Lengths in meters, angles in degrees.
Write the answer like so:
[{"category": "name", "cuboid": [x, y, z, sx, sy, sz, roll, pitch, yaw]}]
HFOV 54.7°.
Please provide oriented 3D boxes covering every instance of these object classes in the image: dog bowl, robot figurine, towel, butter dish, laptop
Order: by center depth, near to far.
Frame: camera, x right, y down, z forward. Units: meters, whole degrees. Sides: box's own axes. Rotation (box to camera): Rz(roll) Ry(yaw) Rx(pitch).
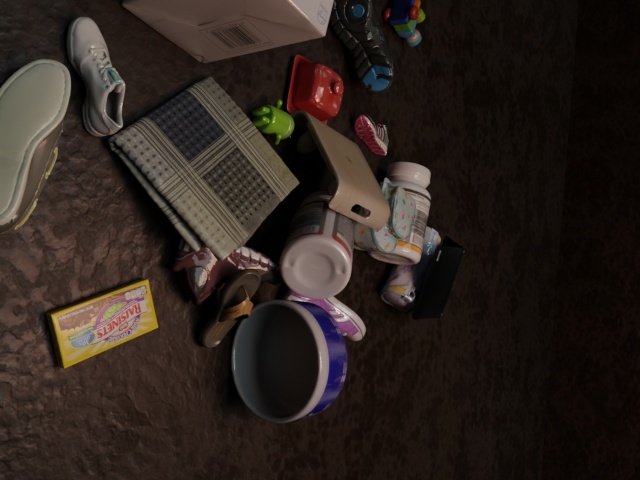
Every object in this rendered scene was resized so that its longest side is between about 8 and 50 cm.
[{"category": "towel", "cuboid": [-0.226, -0.151, 1.290, 0.324, 0.056, 0.312, 50, 48, -11]}, {"category": "dog bowl", "cuboid": [-0.073, 0.265, 1.382, 0.104, 0.264, 0.265, 9, 84, -52]}, {"category": "robot figurine", "cuboid": [-0.110, -0.281, 1.476, 0.115, 0.067, 0.101, 16, 67, -49]}, {"category": "butter dish", "cuboid": [0.006, -0.380, 1.574, 0.160, 0.118, 0.160, 19, 76, -48]}, {"category": "laptop", "cuboid": [0.342, 0.108, 1.923, 0.136, 0.264, 0.235, 15, 101, -12]}]

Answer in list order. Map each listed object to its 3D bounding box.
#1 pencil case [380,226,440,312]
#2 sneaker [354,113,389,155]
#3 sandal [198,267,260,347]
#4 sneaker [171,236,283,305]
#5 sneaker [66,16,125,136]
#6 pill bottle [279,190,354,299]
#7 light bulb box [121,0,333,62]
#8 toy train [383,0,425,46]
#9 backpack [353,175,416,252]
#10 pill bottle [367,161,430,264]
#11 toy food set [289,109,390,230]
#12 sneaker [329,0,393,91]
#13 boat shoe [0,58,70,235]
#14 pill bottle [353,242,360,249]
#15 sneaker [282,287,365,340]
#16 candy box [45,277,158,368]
[{"category": "pencil case", "cuboid": [0.280, 0.082, 1.909, 0.113, 0.124, 0.273, 29, 60, -4]}, {"category": "sneaker", "cuboid": [0.153, -0.321, 1.795, 0.170, 0.063, 0.075, 44, 59, -47]}, {"category": "sandal", "cuboid": [-0.187, 0.153, 1.322, 0.090, 0.060, 0.219, 13, 115, -54]}, {"category": "sneaker", "cuboid": [-0.212, 0.080, 1.355, 0.281, 0.106, 0.163, 32, 74, -36]}, {"category": "sneaker", "cuboid": [-0.392, -0.299, 1.120, 0.080, 0.094, 0.212, -21, 106, -46]}, {"category": "pill bottle", "cuboid": [0.000, 0.000, 1.468, 0.283, 0.161, 0.161, -78, 150, -62]}, {"category": "light bulb box", "cuboid": [-0.148, -0.581, 1.199, 0.225, 0.357, 0.361, 29, 71, -49]}, {"category": "toy train", "cuboid": [0.288, -0.739, 1.922, 0.143, 0.105, 0.248, 43, 58, -53]}, {"category": "backpack", "cuboid": [0.166, -0.059, 1.655, 0.166, 0.144, 0.189, 33, 73, -56]}, {"category": "pill bottle", "cuboid": [0.237, -0.079, 1.824, 0.162, 0.162, 0.279, 27, 70, -47]}, {"category": "toy food set", "cuboid": [0.039, -0.172, 1.540, 0.219, 0.092, 0.306, 23, 36, -48]}, {"category": "sneaker", "cuboid": [0.108, -0.583, 1.719, 0.140, 0.124, 0.341, -69, 141, -64]}, {"category": "boat shoe", "cuboid": [-0.487, -0.154, 1.014, 0.109, 0.091, 0.305, 15, 70, -6]}, {"category": "pill bottle", "cuboid": [0.121, -0.037, 1.757, 0.067, 0.067, 0.120, 30, 69, -46]}, {"category": "sneaker", "cuboid": [-0.006, 0.220, 1.599, 0.282, 0.102, 0.161, 41, 63, -30]}, {"category": "candy box", "cuboid": [-0.405, 0.152, 1.168, 0.205, 0.027, 0.105, -23, 111, -47]}]
